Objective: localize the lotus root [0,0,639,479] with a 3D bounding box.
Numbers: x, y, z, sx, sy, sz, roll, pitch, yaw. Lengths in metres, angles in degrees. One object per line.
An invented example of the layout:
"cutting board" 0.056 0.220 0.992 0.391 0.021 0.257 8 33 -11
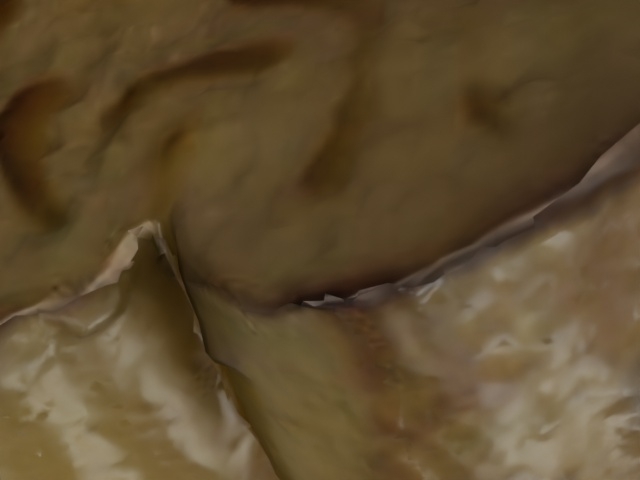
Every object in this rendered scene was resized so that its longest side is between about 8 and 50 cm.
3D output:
"lotus root" 0.000 0.000 0.469 0.316 0.316 0.250 -19 127 4
